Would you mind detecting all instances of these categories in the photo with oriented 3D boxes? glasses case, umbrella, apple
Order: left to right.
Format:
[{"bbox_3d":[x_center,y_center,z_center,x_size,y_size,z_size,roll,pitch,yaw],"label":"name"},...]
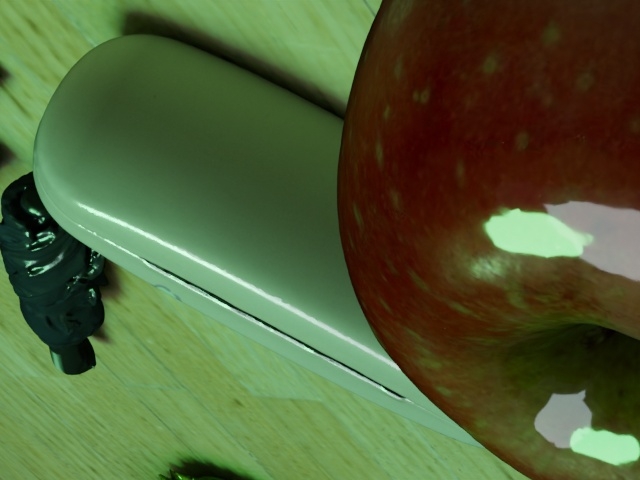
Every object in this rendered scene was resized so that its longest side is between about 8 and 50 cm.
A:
[{"bbox_3d":[-0.163,0.036,1.086,0.071,0.071,0.248,22,151,8],"label":"umbrella"},{"bbox_3d":[0.000,0.000,0.845,0.297,0.113,0.075,28,149,-2],"label":"glasses case"},{"bbox_3d":[0.131,-0.028,0.580,0.260,0.216,0.260,22,152,12],"label":"apple"}]

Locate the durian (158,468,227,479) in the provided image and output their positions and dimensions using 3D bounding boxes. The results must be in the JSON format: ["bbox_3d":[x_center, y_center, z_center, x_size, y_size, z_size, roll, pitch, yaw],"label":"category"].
[{"bbox_3d":[-0.081,0.298,1.360,0.200,0.176,0.237,34,170,30],"label":"durian"}]
